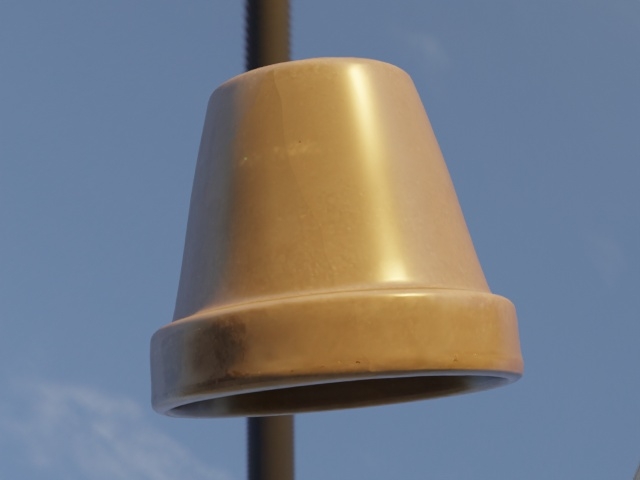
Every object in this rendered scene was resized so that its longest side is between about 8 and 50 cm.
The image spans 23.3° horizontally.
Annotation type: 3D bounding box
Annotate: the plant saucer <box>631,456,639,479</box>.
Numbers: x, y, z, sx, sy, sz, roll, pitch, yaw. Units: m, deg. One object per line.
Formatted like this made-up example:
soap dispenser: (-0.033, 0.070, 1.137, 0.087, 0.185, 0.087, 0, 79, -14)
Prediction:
plant saucer: (0.321, 0.167, 1.034, 0.332, 0.081, 0.333, 36, -111, -31)

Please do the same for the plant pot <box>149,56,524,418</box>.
plant pot: (0.000, 0.000, 1.099, 0.263, 0.263, 0.229, -8, -100, 9)
